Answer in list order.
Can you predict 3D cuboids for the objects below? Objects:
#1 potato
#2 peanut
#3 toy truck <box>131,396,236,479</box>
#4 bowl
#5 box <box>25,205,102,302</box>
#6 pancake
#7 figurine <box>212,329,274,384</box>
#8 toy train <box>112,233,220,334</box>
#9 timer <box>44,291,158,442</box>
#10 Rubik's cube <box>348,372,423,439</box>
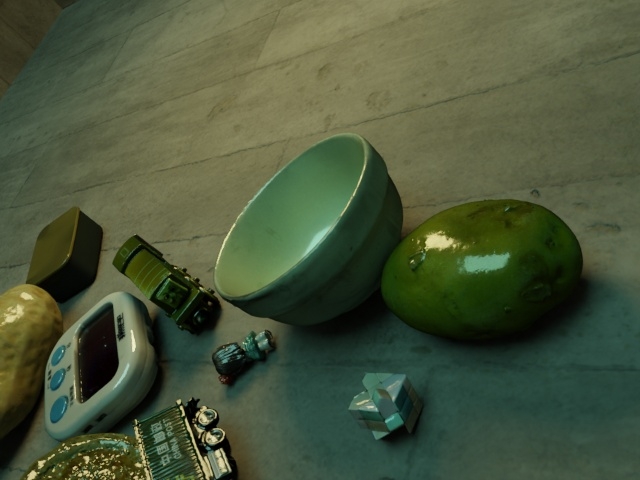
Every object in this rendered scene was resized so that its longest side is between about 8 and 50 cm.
[{"bbox_3d":[0.190,0.032,0.845,0.253,0.148,0.186,-18,49,30],"label":"potato"},{"bbox_3d":[-0.646,0.256,1.364,0.169,0.192,0.387,-10,50,27],"label":"peanut"},{"bbox_3d":[-0.163,0.333,0.921,0.121,0.088,0.259,-22,37,-13],"label":"toy truck"},{"bbox_3d":[0.000,0.000,1.008,0.307,0.163,0.307,-37,30,26],"label":"bowl"},{"bbox_3d":[-0.589,0.035,1.588,0.144,0.090,0.201,-31,41,17],"label":"box"},{"bbox_3d":[-0.333,0.369,0.996,0.253,0.037,0.254,0,28,0],"label":"pancake"},{"bbox_3d":[-0.122,0.182,1.080,0.105,0.047,0.060,-28,77,10],"label":"figurine"},{"bbox_3d":[-0.278,0.081,1.232,0.090,0.137,0.225,-52,38,-8],"label":"toy train"},{"bbox_3d":[-0.400,0.232,1.247,0.237,0.087,0.262,-39,39,9],"label":"timer"},{"bbox_3d":[0.076,0.211,0.847,0.084,0.075,0.073,-26,24,44],"label":"Rubik's cube"}]
